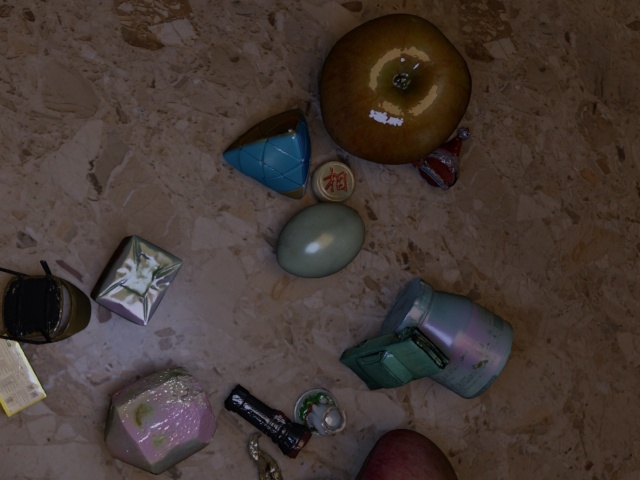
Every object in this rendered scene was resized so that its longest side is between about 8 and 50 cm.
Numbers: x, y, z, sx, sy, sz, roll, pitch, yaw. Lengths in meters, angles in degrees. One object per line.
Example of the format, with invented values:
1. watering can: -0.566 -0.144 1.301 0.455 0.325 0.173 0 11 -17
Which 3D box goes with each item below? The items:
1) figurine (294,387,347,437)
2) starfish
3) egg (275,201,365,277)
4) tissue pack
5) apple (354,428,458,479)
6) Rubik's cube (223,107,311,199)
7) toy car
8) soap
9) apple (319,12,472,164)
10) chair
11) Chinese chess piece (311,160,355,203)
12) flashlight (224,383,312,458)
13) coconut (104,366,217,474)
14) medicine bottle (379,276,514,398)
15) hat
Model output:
1. figurine: 0.013 0.452 1.930 0.132 0.154 0.132 1 86 -19
2. starfish: -0.112 0.673 1.904 0.327 0.094 0.374 -22 86 -18
3. egg: 0.000 0.000 1.937 0.253 0.186 0.186 -32 97 -18
4. tissue pack: -0.720 0.307 1.739 0.095 0.062 0.175 -29 95 -20
5. apple: 0.211 0.665 1.893 0.270 0.344 0.344 30 77 8
6. Rubik's cube: -0.127 -0.199 1.937 0.255 0.254 0.254 1 86 -19
7. toy car: 0.182 0.313 1.912 0.141 0.321 0.097 45 55 -11
8. soap: -0.440 0.094 1.777 0.139 0.199 0.182 31 78 -17
9. apple: 0.199 -0.394 1.954 0.401 0.334 0.399 2 85 -20
10. chair: -0.644 0.148 1.708 0.173 0.247 0.158 -4 75 -1
11. Chinese chess piece: 0.035 -0.156 2.031 0.122 0.051 0.122 1 87 -18
12. flashlight: -0.135 0.453 1.900 0.232 0.093 0.093 38 75 0
13. coconut: -0.386 0.422 1.756 0.245 0.233 0.233 -26 95 -23
14. medicine bottle: 0.330 0.253 2.009 0.290 0.245 0.244 30 77 -6
15. hat: 0.358 -0.252 2.134 0.140 0.128 0.227 31 58 8
